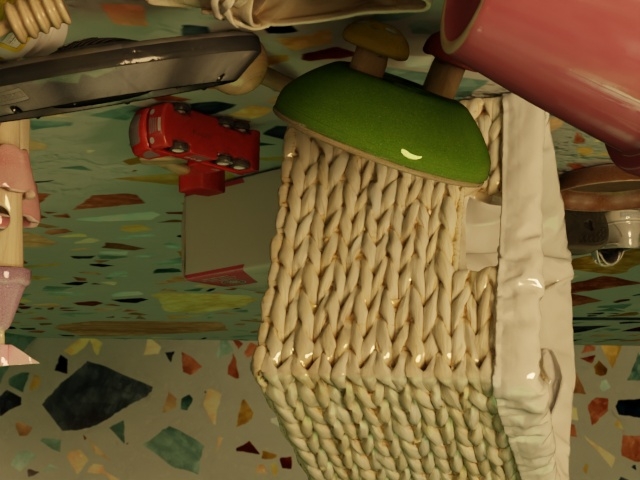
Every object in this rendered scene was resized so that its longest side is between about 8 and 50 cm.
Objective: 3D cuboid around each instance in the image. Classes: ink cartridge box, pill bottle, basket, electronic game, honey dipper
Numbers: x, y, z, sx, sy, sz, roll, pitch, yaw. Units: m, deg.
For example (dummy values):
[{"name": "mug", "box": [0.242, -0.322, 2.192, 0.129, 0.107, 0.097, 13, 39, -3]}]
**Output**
[{"name": "ink cartridge box", "box": [0.000, 0.000, 1.679, 0.207, 0.117, 0.283, -12, 165, 41]}, {"name": "pill bottle", "box": [-0.232, -0.162, 0.946, 0.065, 0.065, 0.116, -8, 166, 30]}, {"name": "basket", "box": [0.108, 0.075, 1.339, 0.266, 0.328, 0.331, -1, 146, 13]}, {"name": "electronic game", "box": [-0.154, -0.117, 0.939, 0.229, 0.048, 0.229, -10, -174, 1]}, {"name": "honey dipper", "box": [-0.243, -0.125, 0.892, 0.161, 0.030, 0.030, -24, 170, -4]}]

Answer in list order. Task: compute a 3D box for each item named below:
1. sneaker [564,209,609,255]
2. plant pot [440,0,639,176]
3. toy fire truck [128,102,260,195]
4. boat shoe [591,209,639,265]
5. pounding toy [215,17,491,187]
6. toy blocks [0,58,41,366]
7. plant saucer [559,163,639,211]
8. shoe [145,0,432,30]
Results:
[{"name": "sneaker", "box": [0.252, -0.005, 1.772, 0.227, 0.087, 0.130, -1, 164, -33]}, {"name": "plant pot", "box": [0.177, -0.146, 0.806, 0.180, 0.201, 0.201, 16, 166, -10]}, {"name": "toy fire truck", "box": [-0.136, -0.090, 1.379, 0.135, 0.047, 0.192, -9, 166, 39]}, {"name": "boat shoe", "box": [0.401, 0.004, 1.896, 0.066, 0.063, 0.184, 2, 168, -16]}, {"name": "pounding toy", "box": [0.043, -0.135, 1.103, 0.237, 0.110, 0.183, 25, -167, 24]}, {"name": "toy blocks", "box": [-0.372, -0.030, 1.101, 0.289, 0.260, 0.309, 1, 169, -12]}, {"name": "plant saucer", "box": [0.354, -0.065, 1.628, 0.168, 0.029, 0.168, -2, 168, 0]}, {"name": "shoe", "box": [-0.026, -0.176, 0.917, 0.219, 0.058, 0.076, -4, 169, 11]}]
